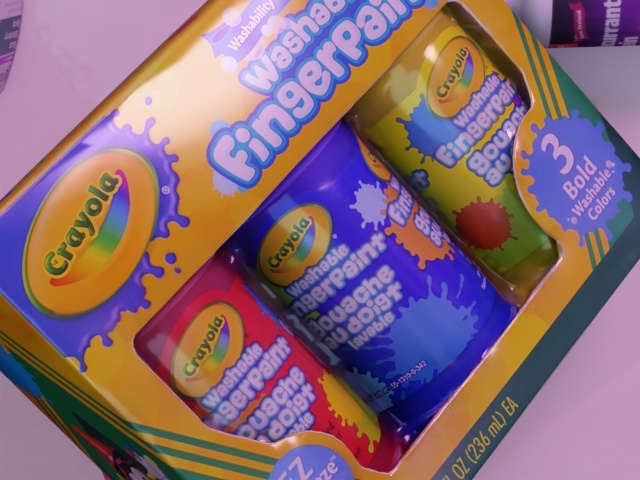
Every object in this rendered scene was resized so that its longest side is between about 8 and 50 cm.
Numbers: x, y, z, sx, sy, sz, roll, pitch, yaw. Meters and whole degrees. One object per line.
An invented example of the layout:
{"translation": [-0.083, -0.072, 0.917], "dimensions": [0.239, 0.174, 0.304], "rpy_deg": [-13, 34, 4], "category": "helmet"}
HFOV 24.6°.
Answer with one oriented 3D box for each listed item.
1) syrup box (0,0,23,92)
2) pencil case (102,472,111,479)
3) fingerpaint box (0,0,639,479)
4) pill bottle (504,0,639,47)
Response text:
{"translation": [-0.380, -0.191, 1.232], "dimensions": [0.237, 0.093, 0.096], "rpy_deg": [14, 103, 0], "category": "syrup box"}
{"translation": [-0.151, 0.194, 1.306], "dimensions": [0.104, 0.104, 0.236], "rpy_deg": [-23, 100, 9], "category": "pencil case"}
{"translation": [0.000, 0.000, 1.090], "dimensions": [0.371, 0.163, 0.445], "rpy_deg": [47, 65, -11], "category": "fingerpaint box"}
{"translation": [0.215, -0.209, 1.181], "dimensions": [0.193, 0.108, 0.108], "rpy_deg": [-1, 103, 5], "category": "pill bottle"}
